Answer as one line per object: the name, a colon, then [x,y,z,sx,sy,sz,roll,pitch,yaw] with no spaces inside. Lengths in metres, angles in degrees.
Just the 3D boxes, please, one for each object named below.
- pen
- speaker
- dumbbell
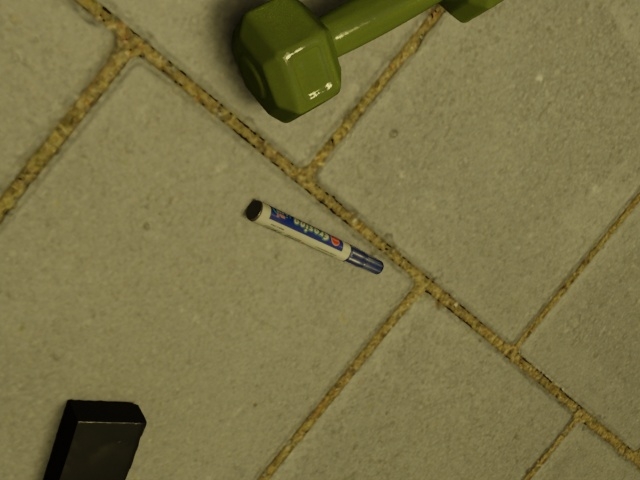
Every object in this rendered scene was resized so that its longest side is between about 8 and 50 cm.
pen: [0.000,0.000,0.933,0.204,0.025,0.025,24,100,-38]
speaker: [-0.267,0.282,0.903,0.082,0.044,0.218,9,109,-35]
dumbbell: [0.059,-0.228,0.797,0.302,0.108,0.121,-31,126,-14]
